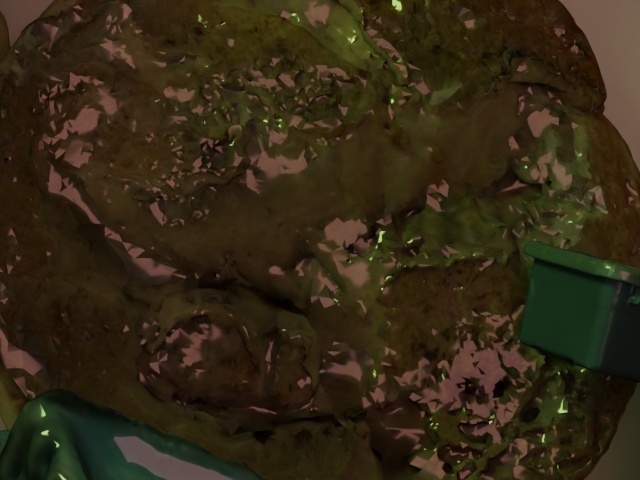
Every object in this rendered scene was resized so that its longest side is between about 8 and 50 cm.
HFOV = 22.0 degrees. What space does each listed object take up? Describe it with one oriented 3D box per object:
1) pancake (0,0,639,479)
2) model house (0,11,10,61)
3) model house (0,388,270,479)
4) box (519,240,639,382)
[{"bbox_3d":[-0.001,0.001,0.860,0.387,0.082,0.387,4,76,-16],"label":"pancake"},{"bbox_3d":[-0.303,-0.216,0.766,0.321,0.261,0.266,-2,77,-16],"label":"model house"},{"bbox_3d":[-0.068,0.272,0.714,0.339,0.297,0.360,37,116,20],"label":"model house"},{"bbox_3d":[0.144,0.038,0.815,0.074,0.099,0.054,12,93,-21],"label":"box"}]
